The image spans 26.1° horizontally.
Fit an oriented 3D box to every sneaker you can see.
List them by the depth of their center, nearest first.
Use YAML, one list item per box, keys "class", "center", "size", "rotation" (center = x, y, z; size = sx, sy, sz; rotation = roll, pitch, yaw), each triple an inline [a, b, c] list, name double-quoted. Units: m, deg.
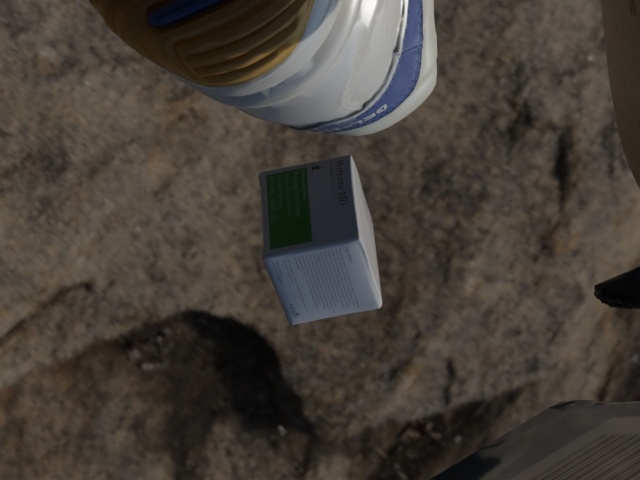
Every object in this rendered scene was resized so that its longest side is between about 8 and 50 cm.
- class: "sneaker"
  center: [-0.016, -0.175, 0.468]
  size: [0.131, 0.111, 0.297]
  rotation: [28, 60, -58]

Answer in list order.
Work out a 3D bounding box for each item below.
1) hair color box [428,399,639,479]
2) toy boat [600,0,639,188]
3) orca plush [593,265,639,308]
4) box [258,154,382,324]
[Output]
- class: "hair color box"
  center: [0.144, 0.224, 0.315]
  size: [0.113, 0.185, 0.375]
  rotation: [-26, 93, -25]
- class: "toy boat"
  center: [0.139, -0.101, 0.300]
  size: [0.151, 0.151, 0.231]
  rotation: [-9, 106, 3]
- class: "orca plush"
  center: [0.197, 0.140, 0.778]
  size: [0.151, 0.287, 0.102]
  rotation: [2, 135, -15]
- class: "box"
  center: [0.000, 0.000, 1.202]
  size: [0.087, 0.101, 0.102]
  rotation: [-11, 139, 7]
